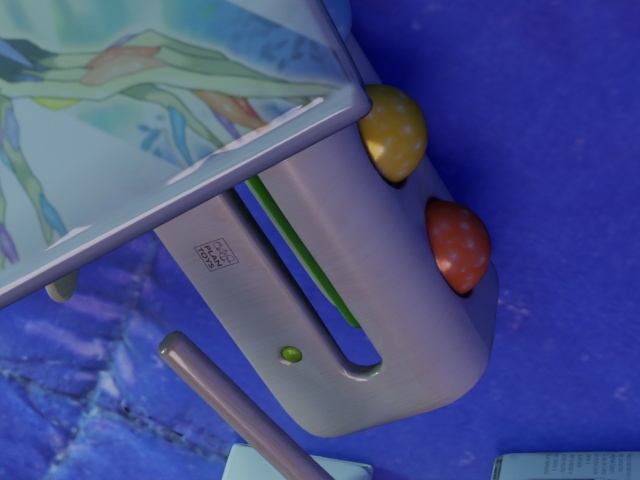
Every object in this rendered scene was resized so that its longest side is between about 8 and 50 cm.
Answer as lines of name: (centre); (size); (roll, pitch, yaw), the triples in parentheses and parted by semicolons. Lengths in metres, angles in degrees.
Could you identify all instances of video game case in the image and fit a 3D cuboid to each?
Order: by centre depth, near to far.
video game case: (-0.187, -0.115, 0.766); (0.329, 0.036, 0.300); (-28, 85, 6)

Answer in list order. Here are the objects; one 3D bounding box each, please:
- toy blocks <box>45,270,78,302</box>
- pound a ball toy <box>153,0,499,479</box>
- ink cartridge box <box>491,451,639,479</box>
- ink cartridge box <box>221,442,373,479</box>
toy blocks: (-0.229, -0.013, 0.996); (0.148, 0.054, 0.123); (-3, 126, 12)
pound a ball toy: (0.000, 0.000, 0.868); (0.135, 0.208, 0.319); (-21, 120, 24)
ink cartridge box: (0.284, 0.289, 1.075); (0.330, 0.071, 0.324); (-2, 110, 13)
ink cartridge box: (-0.037, 0.277, 1.106); (0.100, 0.172, 0.237); (11, 128, 2)
